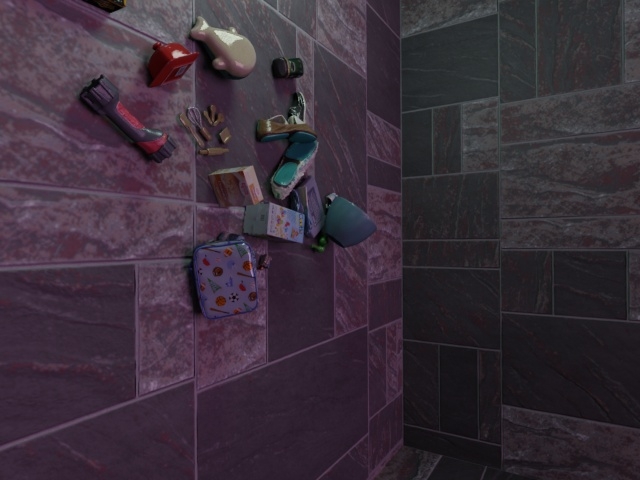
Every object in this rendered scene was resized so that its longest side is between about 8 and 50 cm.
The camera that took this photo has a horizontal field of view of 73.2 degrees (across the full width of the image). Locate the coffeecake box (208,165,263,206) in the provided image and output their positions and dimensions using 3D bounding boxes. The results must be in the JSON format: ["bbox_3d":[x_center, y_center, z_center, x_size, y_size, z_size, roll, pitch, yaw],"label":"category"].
[{"bbox_3d":[-0.336,-0.213,1.713,0.068,0.185,0.142,-45,126,-50],"label":"coffeecake box"}]

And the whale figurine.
[{"bbox_3d":[-0.393,-0.755,1.713,0.272,0.141,0.216,26,65,-29],"label":"whale figurine"}]

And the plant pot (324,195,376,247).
[{"bbox_3d":[0.135,-0.076,2.367,0.195,0.290,0.290,-52,139,-7],"label":"plant pot"}]

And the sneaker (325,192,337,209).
[{"bbox_3d":[0.066,-0.177,2.505,0.083,0.071,0.191,-20,100,-49],"label":"sneaker"}]

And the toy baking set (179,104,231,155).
[{"bbox_3d":[-0.448,-0.428,1.688,0.256,0.030,0.197,-31,113,-55],"label":"toy baking set"}]

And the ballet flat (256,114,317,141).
[{"bbox_3d":[-0.159,-0.535,2.050,0.342,0.116,0.124,-11,84,-38],"label":"ballet flat"}]

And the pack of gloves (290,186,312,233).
[{"bbox_3d":[-0.087,-0.146,2.126,0.046,0.195,0.232,-8,97,-26],"label":"pack of gloves"}]

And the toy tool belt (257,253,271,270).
[{"bbox_3d":[-0.251,0.107,1.981,0.051,0.052,0.083,40,57,-41],"label":"toy tool belt"}]

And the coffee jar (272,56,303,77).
[{"bbox_3d":[-0.160,-0.847,2.115,0.184,0.079,0.096,-33,120,-55],"label":"coffee jar"}]

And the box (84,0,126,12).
[{"bbox_3d":[-0.713,-0.838,1.206,0.322,0.079,0.257,-2,93,-59],"label":"box"}]

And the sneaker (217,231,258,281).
[{"bbox_3d":[-0.321,0.091,1.796,0.110,0.122,0.283,-59,137,-40],"label":"sneaker"}]

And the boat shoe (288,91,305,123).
[{"bbox_3d":[-0.124,-0.648,2.177,0.079,0.084,0.233,6,78,-34],"label":"boat shoe"}]

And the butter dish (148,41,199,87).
[{"bbox_3d":[-0.526,-0.620,1.472,0.118,0.160,0.160,54,41,-10],"label":"butter dish"}]

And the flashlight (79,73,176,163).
[{"bbox_3d":[-0.597,-0.383,1.372,0.304,0.103,0.103,52,21,-44],"label":"flashlight"}]

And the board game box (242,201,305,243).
[{"bbox_3d":[-0.207,-0.075,1.966,0.275,0.142,0.144,17,76,-57],"label":"board game box"}]

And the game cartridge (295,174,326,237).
[{"bbox_3d":[-0.058,-0.172,2.289,0.196,0.060,0.294,-55,138,-49],"label":"game cartridge"}]

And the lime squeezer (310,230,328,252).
[{"bbox_3d":[0.000,0.000,2.385,0.110,0.058,0.310,68,29,-21],"label":"lime squeezer"}]

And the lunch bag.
[{"bbox_3d":[-0.369,0.141,1.648,0.243,0.115,0.304,-9,97,-14],"label":"lunch bag"}]

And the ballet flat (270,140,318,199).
[{"bbox_3d":[-0.136,-0.356,2.135,0.409,0.147,0.147,-60,137,-36],"label":"ballet flat"}]
